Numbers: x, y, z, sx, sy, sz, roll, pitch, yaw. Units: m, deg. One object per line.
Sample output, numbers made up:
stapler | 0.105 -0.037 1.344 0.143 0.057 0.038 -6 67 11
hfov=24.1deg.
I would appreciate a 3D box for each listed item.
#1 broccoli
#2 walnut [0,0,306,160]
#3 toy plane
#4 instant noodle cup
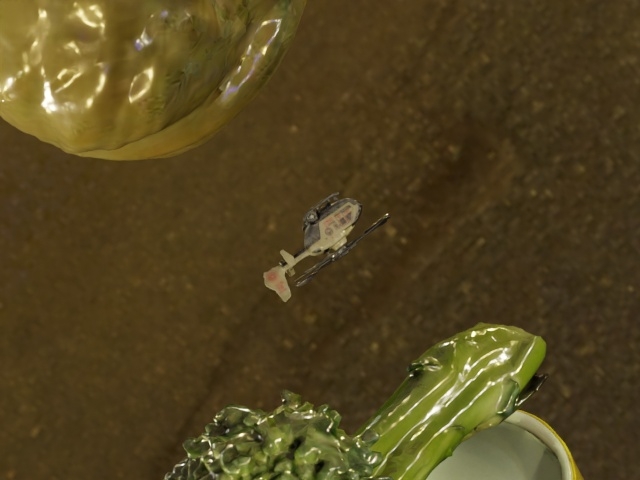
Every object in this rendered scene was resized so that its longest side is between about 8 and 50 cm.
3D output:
broccoli | 0.020 0.088 0.597 0.204 0.118 0.122 -35 -22 -41
walnut | -0.148 -0.197 1.154 0.277 0.253 0.282 -71 18 1
toy plane | 0.000 0.000 1.264 0.120 0.049 0.031 -36 -11 -11
instant noodle cup | 0.177 0.271 1.409 0.215 0.236 0.216 -7 55 10
